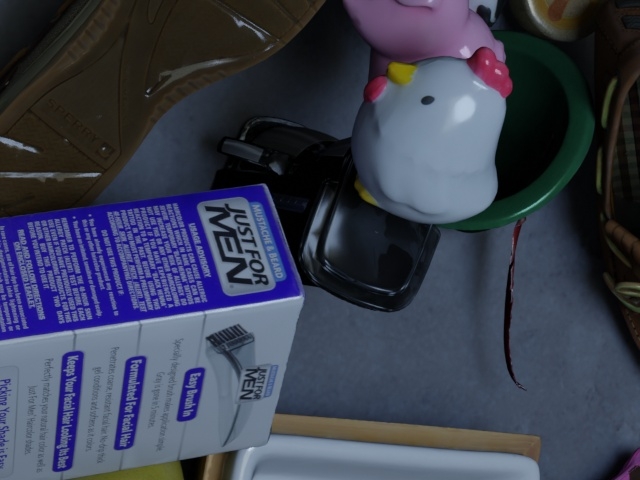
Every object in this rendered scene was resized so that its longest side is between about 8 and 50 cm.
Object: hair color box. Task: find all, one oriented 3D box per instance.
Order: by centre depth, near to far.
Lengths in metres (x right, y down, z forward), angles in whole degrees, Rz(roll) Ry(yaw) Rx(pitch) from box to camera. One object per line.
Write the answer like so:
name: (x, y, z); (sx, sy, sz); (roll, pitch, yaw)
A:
hair color box: (-0.194, 0.075, 1.235); (0.339, 0.110, 0.185); (-7, 144, -17)

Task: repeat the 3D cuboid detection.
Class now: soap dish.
soap dish: (0.019, 0.246, 1.441); (0.291, 0.118, 0.229); (8, 94, -29)

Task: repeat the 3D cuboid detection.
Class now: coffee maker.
coffee maker: (0.000, 0.000, 1.361); (0.120, 0.178, 0.171); (-2, 98, -27)

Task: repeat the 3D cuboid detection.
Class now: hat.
hat: (0.134, -0.036, 1.503); (0.208, 0.173, 0.183); (-55, 153, -17)

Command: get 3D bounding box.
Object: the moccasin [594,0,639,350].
moccasin: (0.288, -0.016, 1.482); (0.139, 0.147, 0.380); (0, 130, 10)

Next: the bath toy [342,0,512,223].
bath toy: (0.074, -0.164, 1.294); (0.151, 0.348, 0.129); (20, 131, -16)

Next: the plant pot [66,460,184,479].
plant pot: (-0.149, 0.190, 1.352); (0.134, 0.134, 0.095); (39, 55, -26)

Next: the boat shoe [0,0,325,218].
boat shoe: (-0.119, -0.152, 1.279); (0.342, 0.123, 0.123); (-45, 121, 5)

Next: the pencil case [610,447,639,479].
pencil case: (0.232, 0.258, 1.574); (0.209, 0.095, 0.098); (-35, 91, -21)

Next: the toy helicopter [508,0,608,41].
toy helicopter: (0.300, -0.270, 1.507); (0.355, 0.140, 0.235); (-26, 107, -19)
